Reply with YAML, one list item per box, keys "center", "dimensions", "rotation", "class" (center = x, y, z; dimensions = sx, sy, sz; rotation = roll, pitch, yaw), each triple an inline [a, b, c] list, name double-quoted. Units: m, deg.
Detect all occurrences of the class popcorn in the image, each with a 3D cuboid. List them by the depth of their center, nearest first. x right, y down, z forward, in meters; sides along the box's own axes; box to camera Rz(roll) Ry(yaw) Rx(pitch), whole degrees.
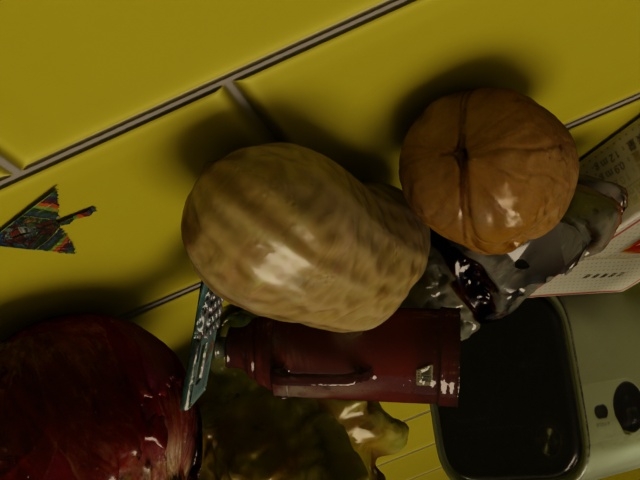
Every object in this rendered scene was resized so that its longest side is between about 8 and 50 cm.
- center: [-0.041, 0.217, 1.271]
  dimensions: [0.321, 0.326, 0.290]
  rotation: [-4, -166, 31]
  class: "popcorn"

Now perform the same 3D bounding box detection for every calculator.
- center: [-0.102, 0.069, 1.005]
  dimensions: [0.018, 0.172, 0.057]
  rotation: [16, -162, 10]
  class: "calculator"

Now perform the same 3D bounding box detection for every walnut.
- center: [0.140, -0.057, 0.924]
  dimensions: [0.144, 0.144, 0.180]
  rotation: [-32, 159, 26]
  class: "walnut"

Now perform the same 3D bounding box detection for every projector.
- center: [0.308, 0.177, 1.424]
  dimensions: [0.249, 0.249, 0.248]
  rotation: [-2, 170, -40]
  class: "projector"

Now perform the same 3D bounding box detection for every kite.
- center: [-0.222, -0.009, 0.889]
  dimensions: [0.090, 0.004, 0.122]
  rotation: [-18, 159, -7]
  class: "kite"

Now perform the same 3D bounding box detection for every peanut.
- center: [0.000, 0.000, 0.928]
  dimensions: [0.140, 0.153, 0.325]
  rotation: [-62, 156, 9]
  class: "peanut"

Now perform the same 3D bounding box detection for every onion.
- center: [-0.241, 0.197, 1.061]
  dimensions: [0.276, 0.276, 0.276]
  rotation: [-17, 158, -7]
  class: "onion"

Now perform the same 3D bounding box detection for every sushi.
- center: [0.147, 0.025, 1.114]
  dimensions: [0.332, 0.124, 0.130]
  rotation: [-32, -175, 27]
  class: "sushi"

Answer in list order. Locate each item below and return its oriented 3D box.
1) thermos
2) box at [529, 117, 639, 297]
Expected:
- center: [0.014, 0.106, 1.040]
  dimensions: [0.232, 0.099, 0.124]
  rotation: [2, -160, 3]
  class: "thermos"
- center: [0.365, -0.051, 1.188]
  dimensions: [0.210, 0.095, 0.330]
  rotation: [0, 152, -40]
  class: "box"
